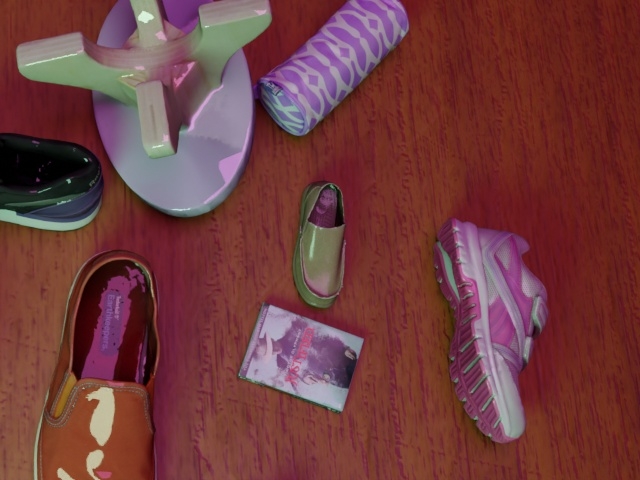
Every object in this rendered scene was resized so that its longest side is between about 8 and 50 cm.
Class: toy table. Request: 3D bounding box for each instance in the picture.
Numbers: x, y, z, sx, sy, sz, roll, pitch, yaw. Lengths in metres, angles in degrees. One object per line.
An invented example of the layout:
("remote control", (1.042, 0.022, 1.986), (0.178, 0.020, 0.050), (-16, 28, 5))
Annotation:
("toy table", (-0.164, -0.178, 1.060), (0.252, 0.161, 0.274), (-23, 73, -2))

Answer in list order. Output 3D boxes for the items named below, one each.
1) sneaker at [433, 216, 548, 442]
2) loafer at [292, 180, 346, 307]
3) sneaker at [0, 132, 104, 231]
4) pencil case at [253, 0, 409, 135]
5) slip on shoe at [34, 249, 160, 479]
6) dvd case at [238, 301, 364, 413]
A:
("sneaker", (0.202, 0.093, 1.125), (0.111, 0.103, 0.252), (-3, 76, -13))
("loafer", (0.000, 0.000, 1.130), (0.056, 0.050, 0.148), (1, 74, -13))
("sneaker", (-0.361, -0.074, 1.025), (0.283, 0.124, 0.107), (-2, 75, -14))
("pencil case", (0.012, -0.209, 1.179), (0.088, 0.086, 0.206), (34, 66, 27))
("slip on shoe", (-0.213, 0.164, 1.007), (0.123, 0.101, 0.331), (7, 74, -13))
("dvd case", (-0.020, 0.127, 1.109), (0.119, 0.013, 0.087), (21, 71, -6))
